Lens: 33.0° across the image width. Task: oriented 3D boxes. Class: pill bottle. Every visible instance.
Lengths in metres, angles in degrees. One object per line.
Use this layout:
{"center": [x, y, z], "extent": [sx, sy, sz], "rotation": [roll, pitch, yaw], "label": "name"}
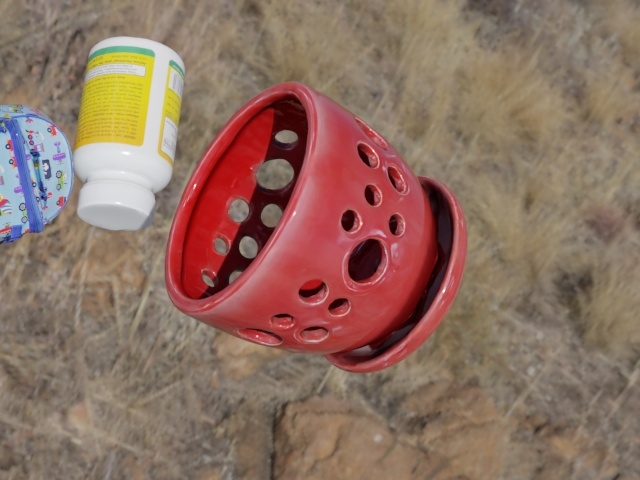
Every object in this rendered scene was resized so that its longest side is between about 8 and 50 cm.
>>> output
{"center": [-0.228, -0.123, 1.269], "extent": [0.118, 0.117, 0.208], "rotation": [13, 68, -24], "label": "pill bottle"}

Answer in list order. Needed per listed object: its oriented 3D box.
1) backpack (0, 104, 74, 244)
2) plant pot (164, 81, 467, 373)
{"center": [-0.345, -0.072, 1.180], "extent": [0.173, 0.158, 0.117], "rotation": [-13, 14, -37], "label": "backpack"}
{"center": [0.000, 0.000, 0.826], "extent": [0.174, 0.191, 0.191], "rotation": [29, 26, -32], "label": "plant pot"}
